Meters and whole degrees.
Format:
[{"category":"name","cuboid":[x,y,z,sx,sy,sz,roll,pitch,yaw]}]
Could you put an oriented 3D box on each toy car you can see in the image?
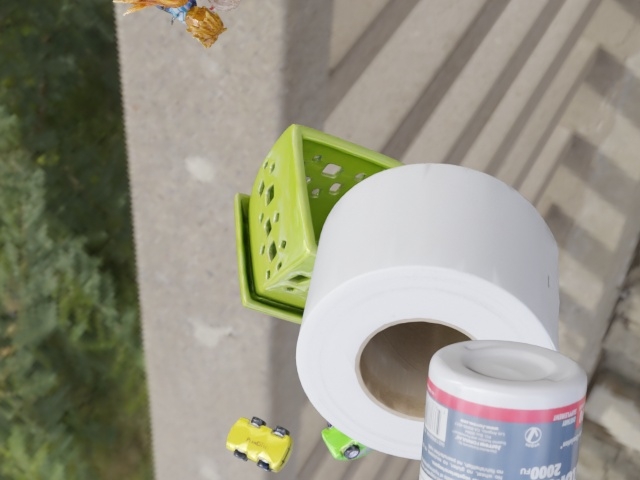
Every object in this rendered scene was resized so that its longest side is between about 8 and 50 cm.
[{"category":"toy car","cuboid":[0.006,0.290,1.739,0.053,0.225,0.239,44,-168,-52]}]

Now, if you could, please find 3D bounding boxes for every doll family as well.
[{"category":"doll family","cuboid":[-0.174,-0.281,1.399,0.163,0.118,0.263,37,177,16]}]

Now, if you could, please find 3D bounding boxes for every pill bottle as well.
[{"category":"pill bottle","cuboid":[0.122,0.169,0.906,0.108,0.108,0.180,11,106,28]}]

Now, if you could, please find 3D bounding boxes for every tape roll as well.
[{"category":"tape roll","cuboid":[0.107,0.071,1.274,0.246,0.169,0.246,5,128,7]}]

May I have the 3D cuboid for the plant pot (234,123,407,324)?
[{"category":"plant pot","cuboid":[0.000,0.000,1.891,0.227,0.228,0.207,17,141,-33]}]
